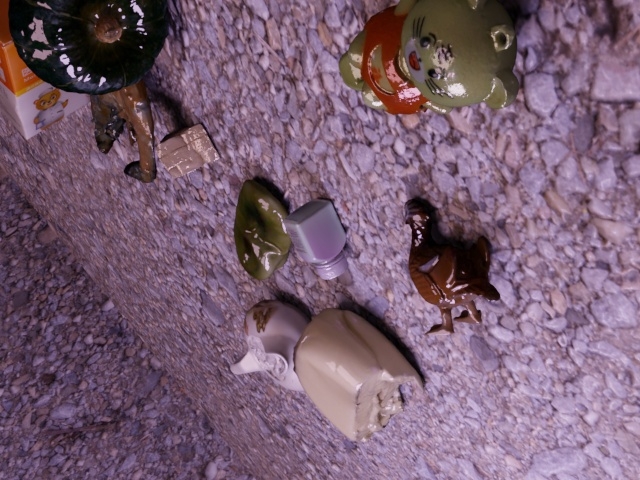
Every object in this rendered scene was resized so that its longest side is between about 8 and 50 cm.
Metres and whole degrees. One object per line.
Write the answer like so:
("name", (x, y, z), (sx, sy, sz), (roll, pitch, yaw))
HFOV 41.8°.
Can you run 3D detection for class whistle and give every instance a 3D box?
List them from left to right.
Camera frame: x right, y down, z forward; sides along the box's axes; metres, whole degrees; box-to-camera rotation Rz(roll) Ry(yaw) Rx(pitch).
("whistle", (0.100, -0.191, 0.872), (0.288, 0.106, 0.131), (5, 120, 59))

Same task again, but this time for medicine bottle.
("medicine bottle", (0.000, 0.000, 1.339), (0.055, 0.074, 0.118), (11, 133, 56))

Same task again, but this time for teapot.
("teapot", (-0.086, 0.222, 1.709), (0.204, 0.139, 0.298), (52, 155, -1))

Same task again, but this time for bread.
("bread", (-0.250, -0.183, 1.617), (0.077, 0.105, 0.152), (62, -174, -17))

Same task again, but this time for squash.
("squash", (-0.363, -0.354, 1.322), (0.165, 0.252, 0.252), (29, 146, 33))

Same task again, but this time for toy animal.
("toy animal", (0.167, 0.030, 1.081), (0.188, 0.089, 0.179), (0, 108, 67))

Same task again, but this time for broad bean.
("broad bean", (-0.106, -0.026, 1.522), (0.153, 0.072, 0.207), (36, 138, 30))

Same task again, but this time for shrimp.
("shrimp", (-0.399, -0.228, 1.717), (0.272, 0.085, 0.445), (68, 157, 1))

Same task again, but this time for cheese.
("cheese", (0.060, 0.242, 1.489), (0.233, 0.127, 0.266), (40, 155, 22))

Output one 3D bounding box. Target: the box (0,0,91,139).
("box", (-0.550, -0.384, 1.653), (0.143, 0.225, 0.341), (47, 156, 11))
